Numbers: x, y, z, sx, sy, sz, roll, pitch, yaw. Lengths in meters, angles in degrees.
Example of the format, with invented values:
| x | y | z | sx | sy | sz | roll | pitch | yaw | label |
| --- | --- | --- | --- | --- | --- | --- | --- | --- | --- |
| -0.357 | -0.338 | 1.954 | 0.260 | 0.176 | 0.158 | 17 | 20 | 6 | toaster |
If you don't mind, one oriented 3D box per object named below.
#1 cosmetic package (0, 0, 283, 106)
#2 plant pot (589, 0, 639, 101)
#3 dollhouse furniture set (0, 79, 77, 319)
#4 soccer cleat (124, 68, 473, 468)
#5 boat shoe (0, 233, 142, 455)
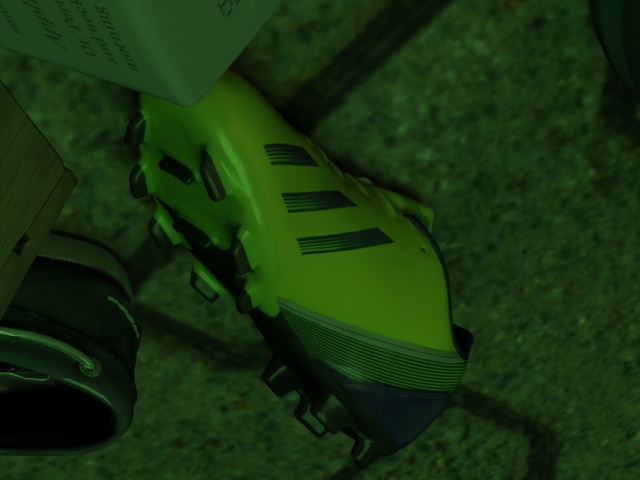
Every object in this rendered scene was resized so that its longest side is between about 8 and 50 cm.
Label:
| x | y | z | sx | sy | sz | roll | pitch | yaw | label |
| --- | --- | --- | --- | --- | --- | --- | --- | --- | --- |
| -0.084 | -0.156 | 0.385 | 0.151 | 0.183 | 0.151 | -54 | 146 | -25 | cosmetic package |
| 0.289 | -0.095 | 0.615 | 0.293 | 0.196 | 0.293 | -10 | 138 | -9 | plant pot |
| -0.288 | -0.048 | 0.378 | 0.303 | 0.198 | 0.286 | 15 | 154 | 29 | dollhouse furniture set |
| -0.001 | 0.000 | 0.713 | 0.121 | 0.093 | 0.289 | -46 | 136 | -15 | soccer cleat |
| -0.235 | 0.048 | 0.649 | 0.319 | 0.099 | 0.116 | 5 | 134 | -24 | boat shoe |
